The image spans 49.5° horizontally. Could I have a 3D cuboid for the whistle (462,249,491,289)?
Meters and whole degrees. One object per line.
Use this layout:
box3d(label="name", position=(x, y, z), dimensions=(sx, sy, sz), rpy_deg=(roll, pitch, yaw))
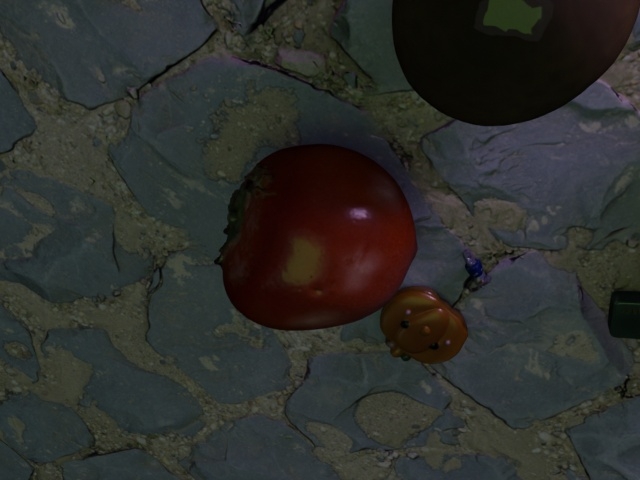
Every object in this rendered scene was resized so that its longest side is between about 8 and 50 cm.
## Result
box3d(label="whistle", position=(0.275, 0.050, 1.225), dimensions=(0.033, 0.029, 0.083), rpy_deg=(-38, 114, -8))

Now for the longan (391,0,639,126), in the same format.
box3d(label="longan", position=(0.241, -0.300, 0.889), dimensions=(0.319, 0.319, 0.318), rpy_deg=(7, 121, 12))

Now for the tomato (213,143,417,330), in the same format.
box3d(label="tomato", position=(0.000, 0.000, 1.110), dimensions=(0.322, 0.321, 0.321), rpy_deg=(7, 121, 12))

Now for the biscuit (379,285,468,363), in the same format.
box3d(label="biscuit", position=(0.185, 0.171, 1.305), dimensions=(0.170, 0.050, 0.170), rpy_deg=(7, 120, 12))

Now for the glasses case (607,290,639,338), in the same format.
box3d(label="glasses case", position=(0.589, 0.130, 1.175), dimensions=(0.184, 0.039, 0.077), rpy_deg=(2, 120, 15))
